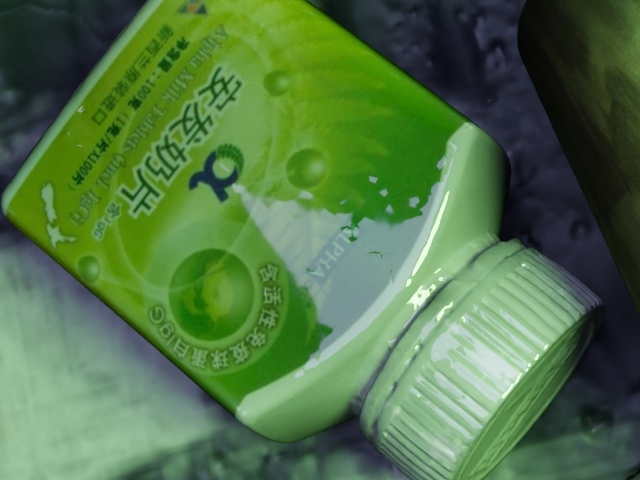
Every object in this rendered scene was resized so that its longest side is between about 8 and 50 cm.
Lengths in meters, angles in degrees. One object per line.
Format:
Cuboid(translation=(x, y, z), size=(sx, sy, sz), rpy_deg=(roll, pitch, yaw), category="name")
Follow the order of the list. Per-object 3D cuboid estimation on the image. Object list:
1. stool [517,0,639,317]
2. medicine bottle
Cuboid(translation=(0.187, 0.016, 0.421), size=(0.179, 0.179, 0.264), rpy_deg=(-24, 74, 10), category="stool")
Cuboid(translation=(0.000, 0.000, 0.522), size=(0.188, 0.088, 0.132), rpy_deg=(38, 91, 19), category="medicine bottle")
